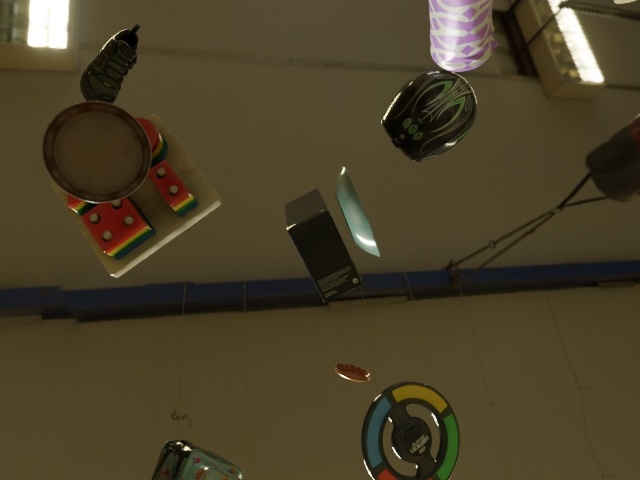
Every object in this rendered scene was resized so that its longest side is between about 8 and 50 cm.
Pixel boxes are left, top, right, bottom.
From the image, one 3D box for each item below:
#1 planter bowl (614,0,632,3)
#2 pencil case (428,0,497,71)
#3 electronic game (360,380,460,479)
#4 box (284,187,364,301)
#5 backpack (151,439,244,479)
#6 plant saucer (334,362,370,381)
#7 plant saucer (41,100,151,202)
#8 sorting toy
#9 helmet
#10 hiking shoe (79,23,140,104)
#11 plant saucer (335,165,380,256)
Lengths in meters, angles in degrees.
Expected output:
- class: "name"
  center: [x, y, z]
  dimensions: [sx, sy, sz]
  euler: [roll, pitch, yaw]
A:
- class: "planter bowl"
  center: [0.291, -0.281, 0.425]
  dimensions: [0.162, 0.162, 0.109]
  euler: [-43, -71, -28]
- class: "pencil case"
  center: [0.172, -0.297, 0.574]
  dimensions: [0.088, 0.206, 0.086]
  euler: [-15, -122, 5]
- class: "electronic game"
  center: [0.188, 0.407, 1.007]
  dimensions: [0.229, 0.048, 0.229]
  euler: [5, -105, -21]
- class: "box"
  center: [0.000, 0.000, 1.138]
  dimensions: [0.103, 0.261, 0.184]
  euler: [-24, -74, 2]
- class: "backpack"
  center: [-0.227, 0.471, 0.857]
  dimensions: [0.166, 0.144, 0.188]
  euler: [50, -121, -42]
- class: "plant saucer"
  center: [0.072, 0.301, 1.115]
  dimensions: [0.083, 0.083, 0.013]
  euler: [13, -87, -11]
- class: "plant saucer"
  center: [-0.374, -0.148, 0.832]
  dimensions: [0.168, 0.029, 0.169]
  euler: [-1, -85, -18]
- class: "sorting toy"
  center: [-0.376, -0.109, 0.970]
  dimensions: [0.257, 0.089, 0.255]
  euler: [-37, -107, -8]
- class: "helmet"
  center: [0.214, -0.243, 0.938]
  dimensions: [0.169, 0.161, 0.169]
  euler: [37, -149, -27]
- class: "hiking shoe"
  center: [-0.478, -0.405, 1.127]
  dimensions: [0.086, 0.114, 0.227]
  euler: [26, -124, -35]
- class: "plant saucer"
  center: [0.065, -0.051, 0.974]
  dimensions: [0.037, 0.195, 0.195]
  euler: [-22, -106, 2]
